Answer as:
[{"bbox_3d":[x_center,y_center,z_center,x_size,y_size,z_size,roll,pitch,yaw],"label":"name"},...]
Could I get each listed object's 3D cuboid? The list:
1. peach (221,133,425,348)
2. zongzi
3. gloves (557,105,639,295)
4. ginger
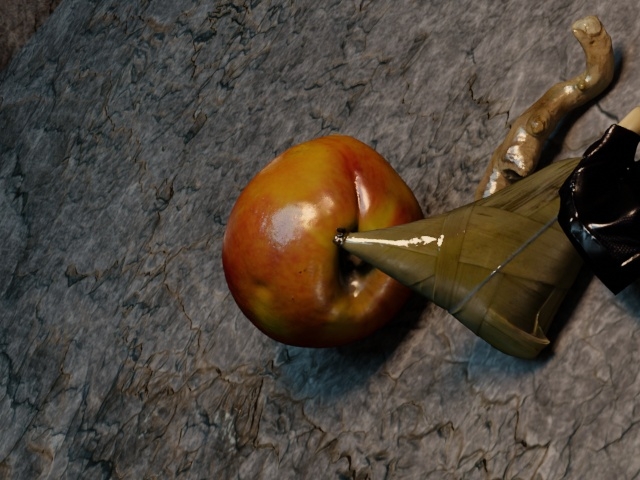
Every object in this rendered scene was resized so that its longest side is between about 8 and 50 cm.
[{"bbox_3d":[0.000,0.000,2.164,0.281,0.238,0.281,-173,90,-69],"label":"peach"},{"bbox_3d":[0.172,-0.026,1.898,0.228,0.256,0.115,-60,2,-2],"label":"zongzi"},{"bbox_3d":[0.335,-0.061,1.795,0.203,0.124,0.164,-37,48,2],"label":"gloves"},{"bbox_3d":[0.252,-0.126,2.042,0.288,0.075,0.089,-56,4,17],"label":"ginger"}]
